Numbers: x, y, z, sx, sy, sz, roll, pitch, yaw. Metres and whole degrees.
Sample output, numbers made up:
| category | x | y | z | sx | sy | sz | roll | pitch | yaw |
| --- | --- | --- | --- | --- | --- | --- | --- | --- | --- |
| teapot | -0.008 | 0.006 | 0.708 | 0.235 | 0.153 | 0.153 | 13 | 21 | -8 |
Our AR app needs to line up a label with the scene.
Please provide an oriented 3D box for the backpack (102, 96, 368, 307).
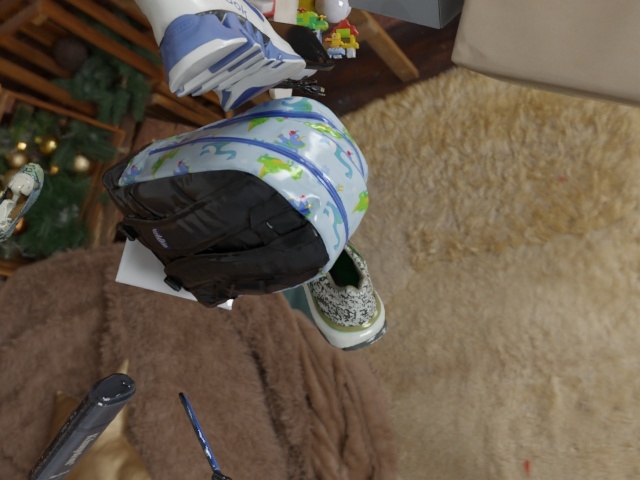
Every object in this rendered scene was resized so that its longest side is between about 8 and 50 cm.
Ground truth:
| category | x | y | z | sx | sy | sz | roll | pitch | yaw |
| --- | --- | --- | --- | --- | --- | --- | --- | --- | --- |
| backpack | -0.100 | -0.054 | 1.036 | 0.273 | 0.290 | 0.355 | -45 | 21 | -23 |

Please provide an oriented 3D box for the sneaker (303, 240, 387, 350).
| category | x | y | z | sx | sy | sz | roll | pitch | yaw |
| --- | --- | --- | --- | --- | --- | --- | --- | --- | --- |
| sneaker | 0.000 | 0.000 | 1.377 | 0.158 | 0.182 | 0.410 | -24 | 56 | -19 |

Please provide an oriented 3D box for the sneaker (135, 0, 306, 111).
| category | x | y | z | sx | sy | sz | roll | pitch | yaw |
| --- | --- | --- | --- | --- | --- | --- | --- | --- | --- |
| sneaker | -0.124 | -0.264 | 0.850 | 0.127 | 0.315 | 0.182 | -27 | 90 | 11 |

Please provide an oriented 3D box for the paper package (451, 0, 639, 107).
| category | x | y | z | sx | sy | sz | roll | pitch | yaw |
| --- | --- | --- | --- | --- | --- | --- | --- | --- | --- |
| paper package | 0.381 | -0.350 | 0.990 | 0.324 | 0.168 | 0.310 | 18 | 104 | 24 |

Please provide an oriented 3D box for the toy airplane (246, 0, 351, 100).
| category | x | y | z | sx | sy | sz | roll | pitch | yaw |
| --- | --- | --- | --- | --- | --- | --- | --- | --- | --- |
| toy airplane | -0.065 | -0.567 | 1.699 | 0.272 | 0.386 | 0.385 | 14 | 72 | 14 |

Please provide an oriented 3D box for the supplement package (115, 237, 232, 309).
| category | x | y | z | sx | sy | sz | roll | pitch | yaw |
| --- | --- | --- | --- | --- | --- | --- | --- | --- | --- |
| supplement package | -0.242 | 0.001 | 1.307 | 0.149 | 0.203 | 0.194 | -177 | 103 | -75 |

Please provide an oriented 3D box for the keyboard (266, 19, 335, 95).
| category | x | y | z | sx | sy | sz | roll | pitch | yaw |
| --- | --- | --- | --- | --- | --- | --- | --- | --- | --- |
| keyboard | -0.105 | -0.334 | 1.327 | 0.033 | 0.317 | 0.202 | -54 | 54 | 41 |

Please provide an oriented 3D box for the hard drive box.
| category | x | y | z | sx | sy | sz | roll | pitch | yaw |
| --- | --- | --- | --- | --- | --- | --- | --- | --- | --- |
| hard drive box | 0.178 | -0.446 | 1.161 | 0.181 | 0.089 | 0.232 | 25 | 57 | 32 |

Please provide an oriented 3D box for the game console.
| category | x | y | z | sx | sy | sz | roll | pitch | yaw |
| --- | --- | --- | --- | --- | --- | --- | --- | --- | --- |
| game console | -0.248 | 0.452 | 1.338 | 0.173 | 0.293 | 0.250 | 30 | 67 | 9 |

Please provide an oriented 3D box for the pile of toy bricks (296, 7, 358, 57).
| category | x | y | z | sx | sy | sz | roll | pitch | yaw |
| --- | --- | --- | --- | --- | --- | --- | --- | --- | --- |
| pile of toy bricks | -0.030 | -0.455 | 1.596 | 0.212 | 0.118 | 0.105 | 2 | 97 | 18 |

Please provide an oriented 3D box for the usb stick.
| category | x | y | z | sx | sy | sz | roll | pitch | yaw |
| --- | --- | --- | --- | --- | --- | --- | --- | --- | --- |
| usb stick | -0.352 | 0.282 | 1.063 | 0.045 | 0.077 | 0.278 | 50 | 124 | 12 |

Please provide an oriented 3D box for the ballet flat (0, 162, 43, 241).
| category | x | y | z | sx | sy | sz | roll | pitch | yaw |
| --- | --- | --- | --- | --- | --- | --- | --- | --- | --- |
| ballet flat | -0.637 | -0.084 | 1.519 | 0.070 | 0.070 | 0.189 | 8 | 70 | 38 |
